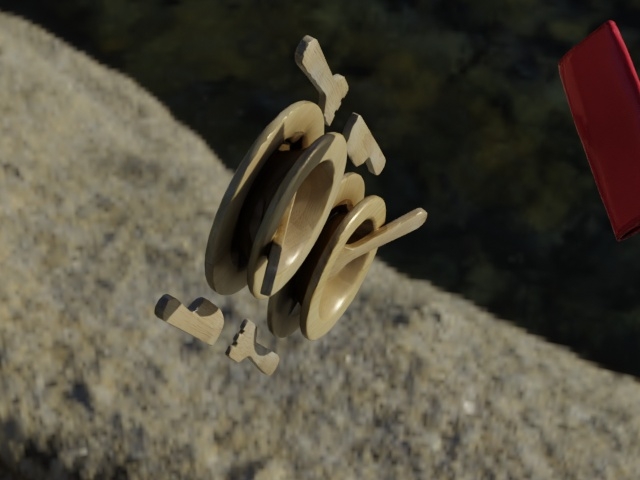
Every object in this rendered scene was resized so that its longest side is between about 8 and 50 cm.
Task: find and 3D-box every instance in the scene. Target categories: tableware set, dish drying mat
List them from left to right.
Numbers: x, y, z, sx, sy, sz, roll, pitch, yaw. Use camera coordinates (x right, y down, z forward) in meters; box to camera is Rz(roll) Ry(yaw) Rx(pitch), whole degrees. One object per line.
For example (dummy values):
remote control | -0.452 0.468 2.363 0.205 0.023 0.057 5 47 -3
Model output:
tableware set | 0.000 0.000 0.713 0.039 0.194 0.128 27 84 16
dish drying mat | 0.112 -0.042 0.614 0.008 0.032 0.083 17 48 -42
